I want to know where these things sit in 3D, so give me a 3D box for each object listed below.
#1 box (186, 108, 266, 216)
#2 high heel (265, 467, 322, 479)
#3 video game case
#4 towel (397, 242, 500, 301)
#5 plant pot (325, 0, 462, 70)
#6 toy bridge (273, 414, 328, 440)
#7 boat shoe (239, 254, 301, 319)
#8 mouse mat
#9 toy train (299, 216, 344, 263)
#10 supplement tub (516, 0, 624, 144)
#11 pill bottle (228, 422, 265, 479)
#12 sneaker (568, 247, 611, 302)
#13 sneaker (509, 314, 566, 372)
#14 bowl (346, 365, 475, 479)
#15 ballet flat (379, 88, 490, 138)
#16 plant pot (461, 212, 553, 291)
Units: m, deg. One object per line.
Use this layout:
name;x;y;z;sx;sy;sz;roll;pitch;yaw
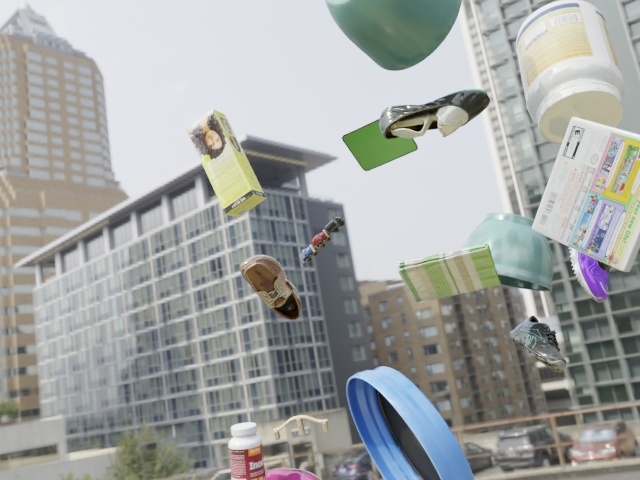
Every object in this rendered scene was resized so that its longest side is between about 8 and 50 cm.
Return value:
box;-0.212;-0.172;1.432;0.087;0.232;0.058;-33;-17;18
high heel;-0.013;0.697;1.617;0.377;0.181;0.127;3;-42;32
video game case;0.469;-0.082;1.079;0.023;0.213;0.193;3;20;-36
towel;0.214;0.054;1.071;0.152;0.023;0.113;-14;-41;17
plant pot;0.148;-0.586;1.519;0.293;0.293;0.235;-21;-28;40
toy bridge;-0.065;0.609;2.117;0.188;0.063;0.026;-13;5;8
boat shoe;-0.146;0.158;2.086;0.123;0.116;0.324;-36;-41;6
mouse mat;0.178;-0.292;1.925;0.189;0.007;0.153;-22;-53;24
toy train;0.000;0.000;1.566;0.036;0.027;0.158;10;-51;-51
supplement tub;0.625;-0.419;1.616;0.228;0.316;0.228;2;-32;1
pill bottle;-0.186;0.541;1.615;0.086;0.152;0.086;-6;-2;0
sneaker;0.767;0.019;1.763;0.146;0.294;0.102;-23;-34;33
sneaker;0.658;0.300;1.922;0.101;0.106;0.267;38;4;-17
bowl;0.194;0.449;1.391;0.077;0.391;0.391;-27;-7;-19
ballet flat;0.279;-0.297;1.594;0.280;0.096;0.095;-8;-36;27
plant pot;0.572;0.027;1.961;0.293;0.196;0.293;13;-5;1
